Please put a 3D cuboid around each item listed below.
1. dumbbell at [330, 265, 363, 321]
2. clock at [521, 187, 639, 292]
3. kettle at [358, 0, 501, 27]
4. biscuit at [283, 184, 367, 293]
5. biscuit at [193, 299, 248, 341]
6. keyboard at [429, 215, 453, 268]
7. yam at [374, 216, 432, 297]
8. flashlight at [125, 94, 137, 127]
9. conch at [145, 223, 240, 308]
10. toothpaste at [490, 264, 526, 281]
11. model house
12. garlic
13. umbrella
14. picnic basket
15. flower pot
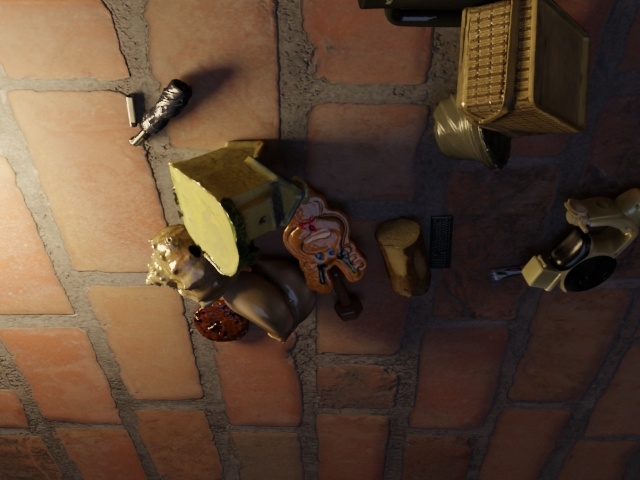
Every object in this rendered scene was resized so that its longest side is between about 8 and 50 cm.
[{"bbox_3d":[0.063,0.156,1.809,0.082,0.092,0.230,-31,127,-9],"label":"dumbbell"},{"bbox_3d":[0.765,-0.003,1.627,0.277,0.120,0.378,7,128,-18],"label":"clock"},{"bbox_3d":[0.232,-0.532,1.148,0.308,0.203,0.262,1,128,-4],"label":"kettle"},{"bbox_3d":[0.000,0.000,1.644,0.202,0.047,0.333,-20,111,13],"label":"biscuit"},{"bbox_3d":[-0.331,0.274,1.941,0.192,0.049,0.192,-2,130,-2],"label":"biscuit"},{"bbox_3d":[0.361,0.008,1.722,0.067,0.011,0.202,-3,130,5],"label":"keyboard"},{"bbox_3d":[0.250,0.057,1.697,0.128,0.129,0.238,-34,131,-16],"label":"yam"},{"bbox_3d":[-0.475,-0.325,1.452,0.018,0.018,0.083,4,130,-3],"label":"flashlight"},{"bbox_3d":[-0.357,0.057,1.637,0.324,0.186,0.263,-34,88,21],"label":"conch"},{"bbox_3d":[0.613,0.092,1.778,0.170,0.028,0.045,-12,118,13],"label":"toothpaste"},{"bbox_3d":[-0.190,-0.092,1.469,0.266,0.321,0.261,-31,135,-27],"label":"model house"},{"bbox_3d":[-0.168,0.144,1.773,0.340,0.231,0.246,40,165,-8],"label":"garlic"},{"bbox_3d":[-0.401,-0.308,1.443,0.071,0.070,0.248,32,128,-24],"label":"umbrella"},{"bbox_3d":[0.413,-0.348,1.188,0.175,0.227,0.313,3,180,41],"label":"picnic basket"},{"bbox_3d":[0.358,-0.275,1.373,0.141,0.235,0.235,-6,134,37],"label":"flower pot"}]
